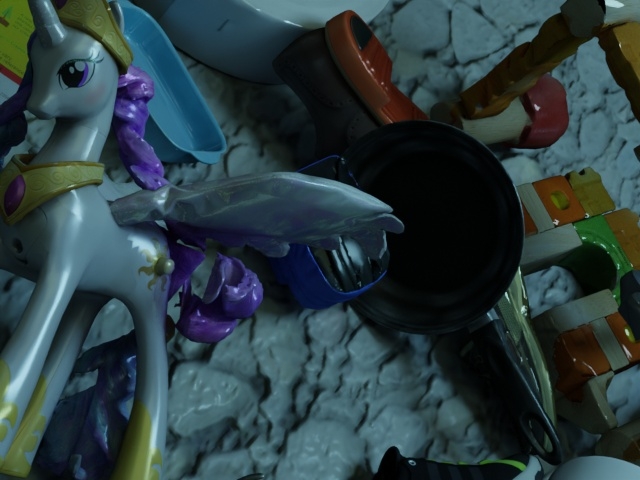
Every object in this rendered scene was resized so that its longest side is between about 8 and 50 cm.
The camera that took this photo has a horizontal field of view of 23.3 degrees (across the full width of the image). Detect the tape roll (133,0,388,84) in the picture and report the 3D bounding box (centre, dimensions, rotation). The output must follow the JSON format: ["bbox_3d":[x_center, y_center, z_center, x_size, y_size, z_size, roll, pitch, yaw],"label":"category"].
[{"bbox_3d":[-0.066,-0.298,1.540,0.286,0.100,0.286,19,53,-27],"label":"tape roll"}]

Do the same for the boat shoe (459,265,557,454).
[{"bbox_3d":[0.166,0.099,1.474,0.073,0.080,0.224,-11,78,-10],"label":"boat shoe"}]

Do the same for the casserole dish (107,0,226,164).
[{"bbox_3d":[-0.155,-0.138,1.391,0.188,0.037,0.114,60,23,13],"label":"casserole dish"}]

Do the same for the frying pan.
[{"bbox_3d":[0.143,0.026,1.403,0.326,0.197,0.053,38,20,12],"label":"frying pan"}]

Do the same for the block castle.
[{"bbox_3d":[0.332,-0.016,1.506,0.212,0.303,0.453,-15,72,-42],"label":"block castle"}]

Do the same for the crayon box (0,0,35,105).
[{"bbox_3d":[-0.318,-0.192,1.297,0.202,0.081,0.318,35,48,-13],"label":"crayon box"}]

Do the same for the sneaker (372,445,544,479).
[{"bbox_3d":[0.099,0.212,1.338,0.234,0.084,0.097,-19,73,-42],"label":"sneaker"}]

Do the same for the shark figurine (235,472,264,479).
[{"bbox_3d":[-0.109,0.297,1.145,0.116,0.166,0.278,62,23,-22],"label":"shark figurine"}]

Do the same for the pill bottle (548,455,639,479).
[{"bbox_3d":[0.208,0.323,1.291,0.161,0.161,0.283,42,46,-6],"label":"pill bottle"}]

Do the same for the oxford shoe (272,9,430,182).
[{"bbox_3d":[0.053,-0.091,1.494,0.271,0.098,0.097,58,22,-22],"label":"oxford shoe"}]

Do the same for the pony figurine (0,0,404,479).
[{"bbox_3d":[-0.148,0.006,1.157,0.351,0.302,0.364,31,69,-54],"label":"pony figurine"}]

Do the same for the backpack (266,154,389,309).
[{"bbox_3d":[0.000,0.000,1.391,0.098,0.101,0.120,-28,85,-36],"label":"backpack"}]
